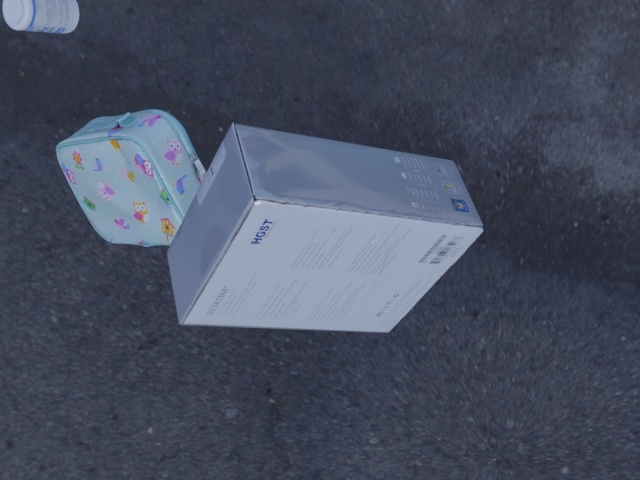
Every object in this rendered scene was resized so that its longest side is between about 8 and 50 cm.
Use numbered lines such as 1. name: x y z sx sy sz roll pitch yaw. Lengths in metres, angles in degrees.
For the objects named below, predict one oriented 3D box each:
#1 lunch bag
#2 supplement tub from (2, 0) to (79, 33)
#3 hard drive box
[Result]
1. lunch bag: -0.305 -0.107 1.376 0.279 0.224 0.108 0 31 41
2. supplement tub: -0.468 -0.384 1.385 0.071 0.107 0.071 7 102 35
3. hard drive box: 0.000 0.000 0.765 0.232 0.181 0.089 6 49 -30
